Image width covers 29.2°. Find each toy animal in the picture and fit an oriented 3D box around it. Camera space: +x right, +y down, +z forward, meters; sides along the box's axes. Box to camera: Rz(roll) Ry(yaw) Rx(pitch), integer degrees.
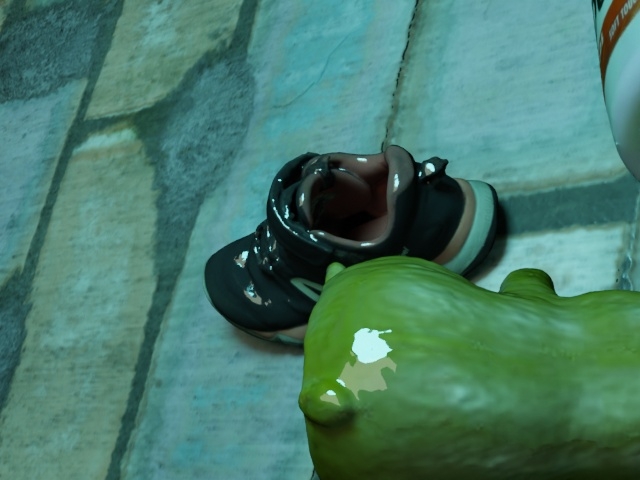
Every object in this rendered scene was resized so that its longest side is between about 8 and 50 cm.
[{"bbox_3d":[0.165,0.099,0.797,0.362,0.180,0.181,2,82,-3],"label":"toy animal"}]

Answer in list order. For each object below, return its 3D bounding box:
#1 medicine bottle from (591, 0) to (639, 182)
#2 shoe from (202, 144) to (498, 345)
[{"bbox_3d":[0.298,-0.168,0.773,0.252,0.252,0.241,-21,50,32],"label":"medicine bottle"},{"bbox_3d":[0.000,0.000,1.022,0.291,0.137,0.114,-21,50,33],"label":"shoe"}]
